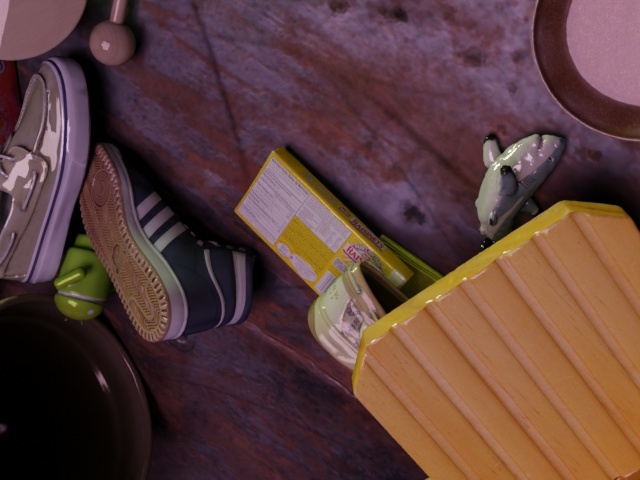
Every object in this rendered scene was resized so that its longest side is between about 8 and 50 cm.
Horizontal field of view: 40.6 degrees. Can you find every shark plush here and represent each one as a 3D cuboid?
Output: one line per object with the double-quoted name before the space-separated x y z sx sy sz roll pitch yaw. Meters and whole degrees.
"shark plush" 0.195 -0.031 0.867 0.067 0.073 0.161 3 112 -8

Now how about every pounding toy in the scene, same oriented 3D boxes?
"pounding toy" -0.321 -0.299 0.982 0.236 0.110 0.183 7 107 -9

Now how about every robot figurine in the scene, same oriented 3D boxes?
"robot figurine" -0.304 0.051 1.121 0.067 0.101 0.115 11 81 18

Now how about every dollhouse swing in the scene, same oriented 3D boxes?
"dollhouse swing" 0.237 0.201 0.742 0.346 0.315 0.305 -34 128 13

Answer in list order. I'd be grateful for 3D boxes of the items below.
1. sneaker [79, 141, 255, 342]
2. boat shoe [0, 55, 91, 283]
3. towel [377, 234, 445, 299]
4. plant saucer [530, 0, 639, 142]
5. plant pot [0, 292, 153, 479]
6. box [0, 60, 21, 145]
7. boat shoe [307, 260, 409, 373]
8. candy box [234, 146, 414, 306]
"sneaker" -0.182 -0.003 1.047 0.099 0.153 0.282 -53 54 36
"boat shoe" -0.353 -0.077 1.055 0.109 0.094 0.302 37 119 42
"towel" 0.139 0.099 0.970 0.237 0.021 0.102 36 122 7
"plant saucer" 0.288 -0.186 0.760 0.198 0.036 0.199 10 115 22
"plant pot" -0.433 0.263 1.130 0.280 0.323 0.323 -22 102 27
"box" -0.480 -0.245 1.042 0.154 0.142 0.300 10 116 22
"boat shoe" 0.119 0.137 0.915 0.285 0.104 0.089 36 122 -6
"candy box" 0.000 0.000 0.975 0.206 0.027 0.105 45 127 8
